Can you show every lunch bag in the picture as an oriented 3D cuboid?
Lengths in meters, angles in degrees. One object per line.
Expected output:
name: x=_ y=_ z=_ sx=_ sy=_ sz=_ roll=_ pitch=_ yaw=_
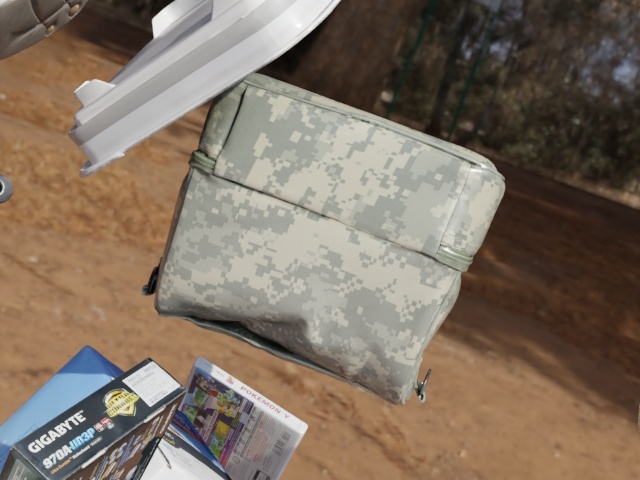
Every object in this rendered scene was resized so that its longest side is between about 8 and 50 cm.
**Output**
lunch bag: x=0.000 y=0.000 z=1.094 sx=0.305 sy=0.256 sz=0.212 roll=21 pitch=1 yaw=5

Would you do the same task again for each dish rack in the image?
dish rack: x=-0.096 y=-0.207 z=1.062 sx=0.333 sy=0.285 sz=0.072 roll=-24 pitch=-68 yaw=37

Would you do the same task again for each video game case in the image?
video game case: x=-0.126 y=0.277 z=1.610 sx=0.183 sy=0.201 sz=0.023 roll=32 pitch=46 yaw=7

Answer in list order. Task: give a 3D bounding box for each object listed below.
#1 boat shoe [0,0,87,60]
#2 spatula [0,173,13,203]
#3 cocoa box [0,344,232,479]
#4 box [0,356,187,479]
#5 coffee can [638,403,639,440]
boat shoe: x=-0.298 y=-0.145 z=0.714 sx=0.116 sy=0.324 sz=0.123 roll=52 pitch=-33 yaw=2
spatula: x=-0.415 y=-0.068 z=0.956 sx=0.296 sy=0.084 sz=0.030 roll=10 pitch=-10 yaw=-22
cocoa box: x=-0.292 y=0.346 z=1.304 sx=0.228 sy=0.347 sz=0.231 roll=45 pitch=-3 yaw=42
box: x=-0.219 y=0.222 z=0.958 sx=0.051 sy=0.220 sz=0.175 roll=38 pitch=33 yaw=13
coffee can: x=0.402 y=0.142 z=0.894 sx=0.201 sy=0.201 sz=0.275 roll=20 pitch=-16 yaw=-1
